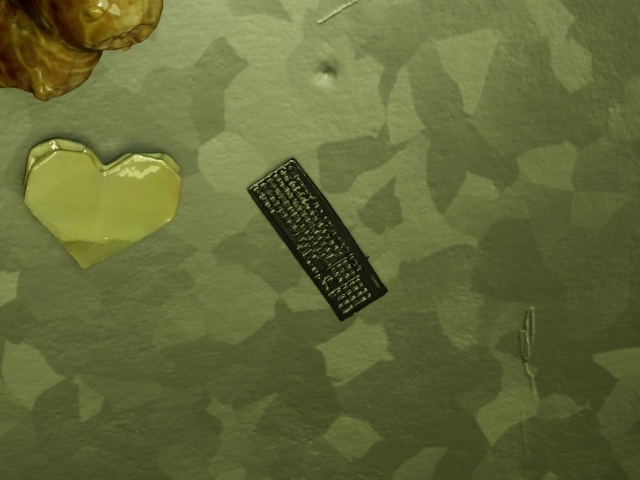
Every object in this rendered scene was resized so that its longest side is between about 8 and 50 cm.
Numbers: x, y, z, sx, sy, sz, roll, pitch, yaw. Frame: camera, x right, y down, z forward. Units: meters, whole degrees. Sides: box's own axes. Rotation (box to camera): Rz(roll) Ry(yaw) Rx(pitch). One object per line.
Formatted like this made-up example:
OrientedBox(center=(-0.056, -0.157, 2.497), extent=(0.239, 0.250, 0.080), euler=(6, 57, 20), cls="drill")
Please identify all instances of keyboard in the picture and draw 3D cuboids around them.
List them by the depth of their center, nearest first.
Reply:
OrientedBox(center=(0.000, 0.000, 2.011), extent=(0.087, 0.017, 0.250), euler=(-32, 115, 5), cls="keyboard")

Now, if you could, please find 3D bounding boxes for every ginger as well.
OrientedBox(center=(-0.342, -0.298, 1.680), extent=(0.357, 0.152, 0.274), euler=(-27, 92, 42), cls="ginger")

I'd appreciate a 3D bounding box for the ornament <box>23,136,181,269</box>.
OrientedBox(center=(-0.289, -0.040, 1.914), extent=(0.201, 0.059, 0.180), euler=(7, 115, -16), cls="ornament")
